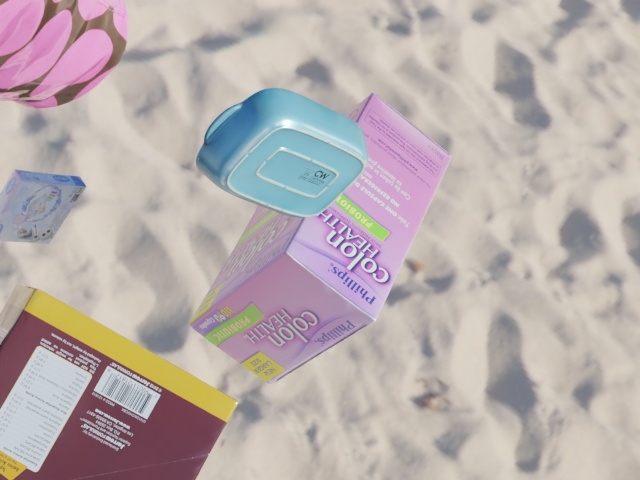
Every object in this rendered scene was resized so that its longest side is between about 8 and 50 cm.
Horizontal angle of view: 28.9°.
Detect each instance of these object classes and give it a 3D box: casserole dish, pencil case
[{"bbox_3d":[-0.027,-0.071,1.122,0.188,0.114,0.037,19,33,-51],"label":"casserole dish"},{"bbox_3d":[-0.154,-0.114,0.581,0.095,0.098,0.209,55,6,2],"label":"pencil case"}]

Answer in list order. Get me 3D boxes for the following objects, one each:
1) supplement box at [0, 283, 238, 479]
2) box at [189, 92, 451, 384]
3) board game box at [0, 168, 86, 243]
[{"bbox_3d":[-0.207,0.167,1.017,0.191,0.129,0.194,32,80,-17],"label":"supplement box"},{"bbox_3d":[0.000,0.000,1.330,0.117,0.213,0.243,37,52,-13],"label":"box"},{"bbox_3d":[-0.316,-0.036,1.364,0.090,0.090,0.020,4,41,-52],"label":"board game box"}]
